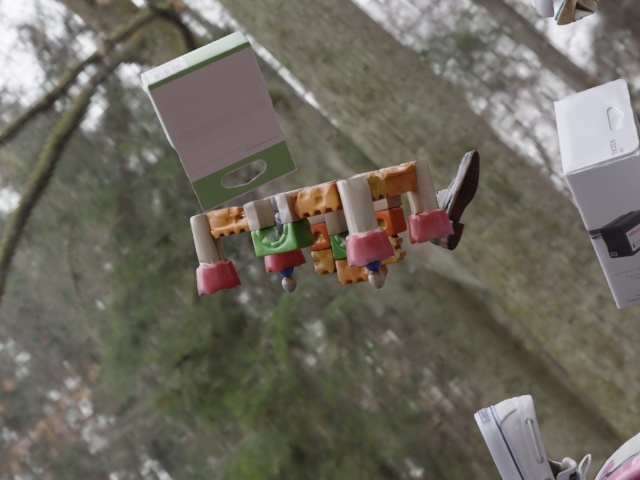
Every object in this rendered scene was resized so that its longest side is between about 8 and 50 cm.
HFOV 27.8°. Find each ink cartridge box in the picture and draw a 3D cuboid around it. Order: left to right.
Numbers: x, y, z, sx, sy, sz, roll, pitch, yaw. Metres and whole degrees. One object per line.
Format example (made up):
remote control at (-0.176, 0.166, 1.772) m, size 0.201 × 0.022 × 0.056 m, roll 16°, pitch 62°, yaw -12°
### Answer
ink cartridge box at (-0.153, -0.181, 1.996) m, size 0.171 × 0.056 × 0.235 m, roll -25°, pitch -58°, yaw -7°
ink cartridge box at (0.501, -0.077, 2.159) m, size 0.129 × 0.223 × 0.307 m, roll -17°, pitch -54°, yaw 17°

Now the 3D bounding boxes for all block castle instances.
block castle at (0.000, 0.000, 2.482) m, size 0.453 × 0.213 × 0.303 m, roll -12°, pitch 4°, yaw 38°

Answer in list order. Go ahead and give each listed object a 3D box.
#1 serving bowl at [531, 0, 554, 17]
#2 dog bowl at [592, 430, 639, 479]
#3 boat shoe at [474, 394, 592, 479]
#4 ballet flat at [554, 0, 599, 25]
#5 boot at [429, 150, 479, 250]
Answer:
serving bowl at (0.367, -0.410, 2.160) m, size 0.027 × 0.083 × 0.083 m, roll -17°, pitch -27°, yaw 4°
dog bowl at (0.524, 0.438, 1.725) m, size 0.408 × 0.408 × 0.150 m, roll -54°, pitch -22°, yaw 18°
boat shoe at (0.409, 0.425, 2.251) m, size 0.156 × 0.367 × 0.136 m, roll -25°, pitch 11°, yaw 4°
ballet flat at (0.455, -0.426, 2.257) m, size 0.073 × 0.067 × 0.206 m, roll -58°, pitch -13°, yaw -15°
boot at (0.266, -0.097, 2.771) m, size 0.082 × 0.106 × 0.219 m, roll 22°, pitch -94°, yaw -58°
